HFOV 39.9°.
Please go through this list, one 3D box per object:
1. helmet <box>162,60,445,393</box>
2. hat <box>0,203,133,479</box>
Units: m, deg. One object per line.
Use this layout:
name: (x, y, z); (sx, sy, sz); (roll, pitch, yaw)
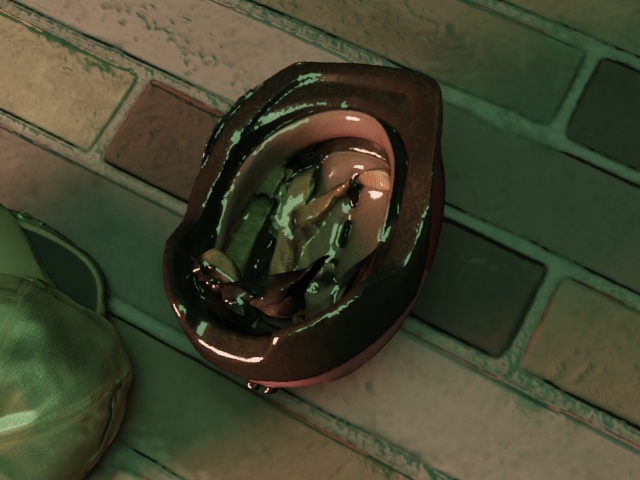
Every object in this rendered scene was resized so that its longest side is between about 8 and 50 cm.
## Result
helmet: (0.000, 0.000, 0.667); (0.198, 0.154, 0.253); (12, 53, 29)
hat: (-0.273, 0.078, 0.660); (0.232, 0.161, 0.275); (-30, 68, -10)
